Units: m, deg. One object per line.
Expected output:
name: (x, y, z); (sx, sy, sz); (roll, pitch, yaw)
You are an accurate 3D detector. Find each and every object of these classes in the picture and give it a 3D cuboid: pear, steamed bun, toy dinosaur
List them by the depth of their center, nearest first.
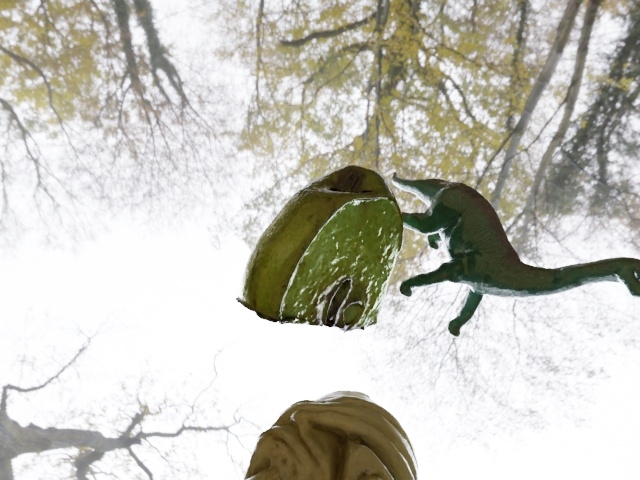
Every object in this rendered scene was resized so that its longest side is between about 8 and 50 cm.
steamed bun: (0.027, 0.356, 0.671); (0.204, 0.275, 0.289); (8, -161, 35)
toy dinosaur: (0.258, -0.035, 0.764); (0.130, 0.331, 0.383); (8, -123, -35)
pear: (0.000, 0.000, 0.790); (0.164, 0.239, 0.255); (24, -81, 44)
